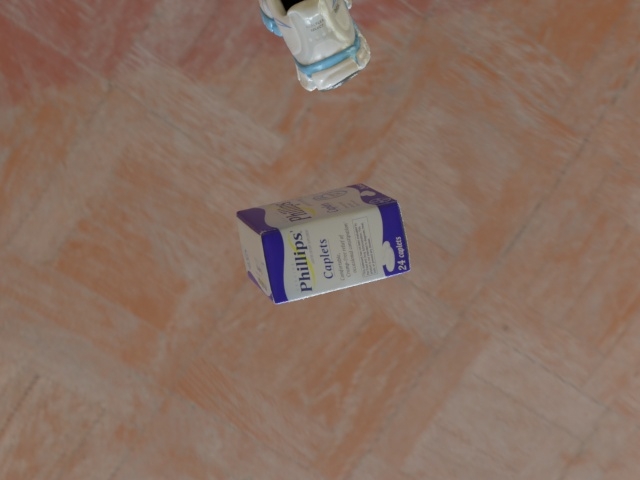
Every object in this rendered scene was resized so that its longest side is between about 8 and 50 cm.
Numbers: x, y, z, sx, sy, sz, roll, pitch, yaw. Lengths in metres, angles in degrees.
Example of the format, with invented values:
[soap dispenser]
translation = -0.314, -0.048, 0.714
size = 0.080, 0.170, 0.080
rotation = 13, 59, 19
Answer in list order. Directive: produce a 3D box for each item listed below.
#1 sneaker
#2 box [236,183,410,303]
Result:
[sneaker]
translation = -0.014, -0.191, 1.038
size = 0.071, 0.191, 0.083
rotation = -27, 123, -1
[box]
translation = 0.000, 0.000, 1.308
size = 0.137, 0.126, 0.072
rotation = -14, 103, -12
